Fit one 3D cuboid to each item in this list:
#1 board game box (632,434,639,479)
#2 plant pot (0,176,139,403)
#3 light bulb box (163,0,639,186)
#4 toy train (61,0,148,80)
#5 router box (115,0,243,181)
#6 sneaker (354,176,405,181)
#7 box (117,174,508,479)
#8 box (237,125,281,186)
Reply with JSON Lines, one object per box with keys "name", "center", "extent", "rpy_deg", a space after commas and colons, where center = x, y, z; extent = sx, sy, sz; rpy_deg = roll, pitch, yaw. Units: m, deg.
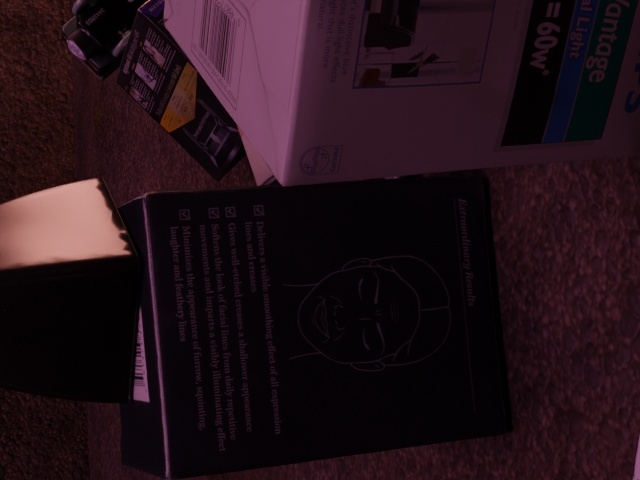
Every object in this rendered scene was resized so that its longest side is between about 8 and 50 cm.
{"name": "board game box", "center": [0.353, 0.253, 0.992], "extent": [0.305, 0.053, 0.193], "rpy_deg": [-141, 52, -61]}
{"name": "plant pot", "center": [-0.301, 0.058, 1.356], "extent": [0.187, 0.167, 0.188], "rpy_deg": [-124, 35, -52]}
{"name": "light bulb box", "center": [0.081, -0.239, 1.158], "extent": [0.358, 0.361, 0.225], "rpy_deg": [-125, 36, -51]}
{"name": "toy train", "center": [-0.302, -0.413, 2.153], "extent": [0.142, 0.334, 0.190], "rpy_deg": [45, 163, -3]}
{"name": "router box", "center": [-0.193, -0.240, 1.979], "extent": [0.243, 0.081, 0.309], "rpy_deg": [45, 160, -2]}
{"name": "sneaker", "center": [0.045, -0.103, 1.633], "extent": [0.215, 0.083, 0.084], "rpy_deg": [-150, 60, -62]}
{"name": "box", "center": [-0.022, 0.091, 1.418], "extent": [0.212, 0.396, 0.293], "rpy_deg": [166, 99, -68]}
{"name": "box", "center": [-0.032, -0.222, 1.413], "extent": [0.121, 0.148, 0.311], "rpy_deg": [-31, 70, 42]}
